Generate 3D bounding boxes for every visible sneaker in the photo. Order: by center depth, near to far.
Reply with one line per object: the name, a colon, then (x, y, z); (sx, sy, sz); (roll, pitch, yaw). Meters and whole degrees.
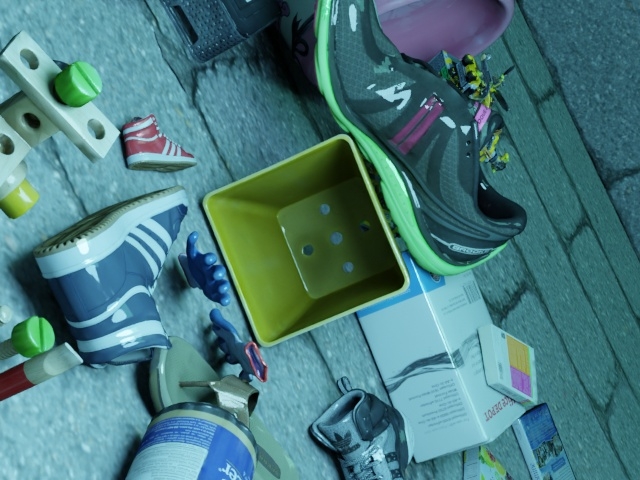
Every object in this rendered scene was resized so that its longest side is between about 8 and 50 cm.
sneaker: (-0.200, 0.040, 1.251); (0.153, 0.099, 0.282); (69, 20, -9)
sneaker: (-0.200, -0.120, 1.441); (0.118, 0.042, 0.067); (1, 71, -59)
sneaker: (0.056, 0.301, 1.509); (0.153, 0.101, 0.269); (46, 27, -34)
sneaker: (0.144, -0.178, 1.633); (0.483, 0.202, 0.185); (58, 25, -24)

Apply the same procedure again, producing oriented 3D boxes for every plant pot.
plant pot: (0.000, 0.000, 1.552); (0.212, 0.212, 0.187); (68, 13, 4)

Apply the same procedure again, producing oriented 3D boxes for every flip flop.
flip flop: (-0.096, 0.203, 1.322); (0.277, 0.080, 0.112); (51, 30, -28)

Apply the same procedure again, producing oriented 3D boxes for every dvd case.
dvd case: (0.434, 0.437, 2.174); (0.180, 0.022, 0.253); (-4, 72, -63)

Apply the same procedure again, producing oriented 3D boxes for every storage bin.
storage bin: (-0.141, -0.345, 1.687); (0.122, 0.084, 0.180); (60, 28, -12)

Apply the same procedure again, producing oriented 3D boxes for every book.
book: (0.295, 0.197, 1.816); (0.144, 0.035, 0.096); (33, 45, -50)

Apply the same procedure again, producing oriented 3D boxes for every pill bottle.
pill bottle: (-0.142, 0.272, 1.136); (0.123, 0.122, 0.219); (53, 29, -24)

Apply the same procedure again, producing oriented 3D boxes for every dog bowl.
dog bowl: (0.122, -0.367, 1.826); (0.408, 0.408, 0.150); (10, 59, -59)

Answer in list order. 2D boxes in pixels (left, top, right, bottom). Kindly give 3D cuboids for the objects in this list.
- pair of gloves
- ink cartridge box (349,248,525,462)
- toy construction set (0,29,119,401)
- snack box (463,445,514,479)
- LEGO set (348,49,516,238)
pair of gloves: (-0.114, 0.079, 1.347); (0.198, 0.023, 0.159); (68, -18, -10)
ink cartridge box: (0.183, 0.163, 1.814); (0.223, 0.129, 0.307); (-14, 81, -64)
toy construction set: (-0.278, -0.028, 1.001); (0.309, 0.237, 0.257); (65, 26, -2)
snack box: (0.282, 0.411, 1.896); (0.141, 0.037, 0.100); (49, 33, -31)
LEGO set: (0.202, -0.139, 1.890); (0.192, 0.331, 0.255); (21, 37, -32)
